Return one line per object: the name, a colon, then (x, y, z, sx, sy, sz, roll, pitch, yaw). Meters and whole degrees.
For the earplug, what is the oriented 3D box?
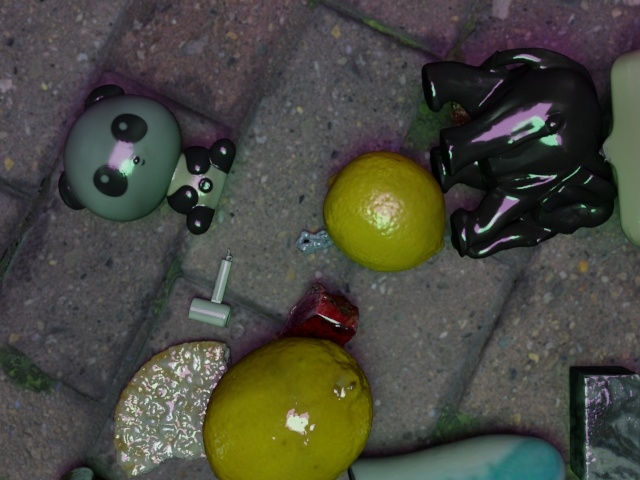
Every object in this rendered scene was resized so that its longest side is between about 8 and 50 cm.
earplug: (0.217, 0.383, 1.263, 0.324, 0.185, 0.185, -14, 90, -6)

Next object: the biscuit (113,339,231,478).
biscuit: (-0.225, 0.274, 1.324, 0.188, 0.040, 0.265, 41, 92, 1)

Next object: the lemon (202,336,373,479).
lemon: (-0.049, 0.263, 1.224, 0.263, 0.236, 0.236, -16, 90, 11)

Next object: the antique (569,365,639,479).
antique: (0.440, 0.292, 1.288, 0.088, 0.086, 0.183, 0, 91, 2)

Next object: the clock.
clock: (0.537, -0.133, 1.198, 0.309, 0.114, 0.284, -3, 88, -39)

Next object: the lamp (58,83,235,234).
lamp: (-0.264, -0.114, 1.257, 0.244, 0.198, 0.197, 19, 91, -8)

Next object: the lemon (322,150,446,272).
lemon: (0.101, -0.041, 1.248, 0.203, 0.178, 0.178, 31, 91, -1)

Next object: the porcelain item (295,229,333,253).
porcelain item: (0.000, 0.000, 1.324, 0.083, 0.028, 0.036, -10, 74, 2)

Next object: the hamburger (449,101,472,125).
hamburger: (0.246, -0.213, 1.309, 0.083, 0.044, 0.076, 8, 89, -1)

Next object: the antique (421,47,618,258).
antique: (0.299, -0.125, 1.226, 0.255, 0.185, 0.322, -12, 120, -3)

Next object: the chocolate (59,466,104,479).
chocolate: (-0.327, 0.465, 1.295, 0.110, 0.110, 0.248, -38, 88, 1)

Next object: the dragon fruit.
dragon fruit: (0.004, 0.119, 1.295, 0.102, 0.147, 0.096, 27, 51, -18)

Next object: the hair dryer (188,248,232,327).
hair dryer: (-0.166, 0.072, 1.326, 0.063, 0.038, 0.124, 14, 85, 1)
